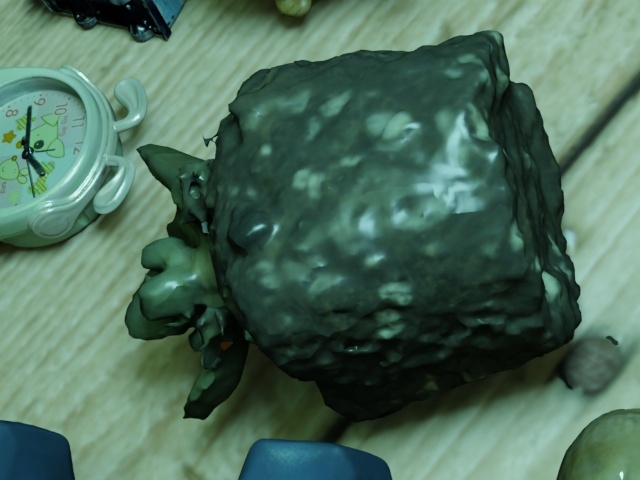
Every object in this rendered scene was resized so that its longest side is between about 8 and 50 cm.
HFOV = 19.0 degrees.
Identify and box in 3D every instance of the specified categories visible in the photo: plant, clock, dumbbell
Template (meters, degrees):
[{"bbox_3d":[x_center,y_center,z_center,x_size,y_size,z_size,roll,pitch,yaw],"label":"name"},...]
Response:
[{"bbox_3d":[0.000,0.000,1.249,0.312,0.213,0.215,-10,60,17],"label":"plant"},{"bbox_3d":[-0.221,-0.062,1.479,0.191,0.062,0.151,-5,59,21],"label":"clock"},{"bbox_3d":[-0.114,0.193,1.223,0.325,0.160,0.144,1,20,26],"label":"dumbbell"}]

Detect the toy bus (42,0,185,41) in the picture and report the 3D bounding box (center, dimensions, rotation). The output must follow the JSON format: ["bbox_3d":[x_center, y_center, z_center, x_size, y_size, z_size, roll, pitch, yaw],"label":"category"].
[{"bbox_3d":[-0.168,-0.213,1.545,0.123,0.060,0.075,16,65,29],"label":"toy bus"}]

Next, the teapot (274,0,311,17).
[{"bbox_3d":[-0.035,-0.253,1.456,0.311,0.203,0.167,10,108,51],"label":"teapot"}]

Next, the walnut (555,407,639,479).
[{"bbox_3d":[0.203,0.172,1.107,0.140,0.140,0.162,-19,41,13],"label":"walnut"}]
